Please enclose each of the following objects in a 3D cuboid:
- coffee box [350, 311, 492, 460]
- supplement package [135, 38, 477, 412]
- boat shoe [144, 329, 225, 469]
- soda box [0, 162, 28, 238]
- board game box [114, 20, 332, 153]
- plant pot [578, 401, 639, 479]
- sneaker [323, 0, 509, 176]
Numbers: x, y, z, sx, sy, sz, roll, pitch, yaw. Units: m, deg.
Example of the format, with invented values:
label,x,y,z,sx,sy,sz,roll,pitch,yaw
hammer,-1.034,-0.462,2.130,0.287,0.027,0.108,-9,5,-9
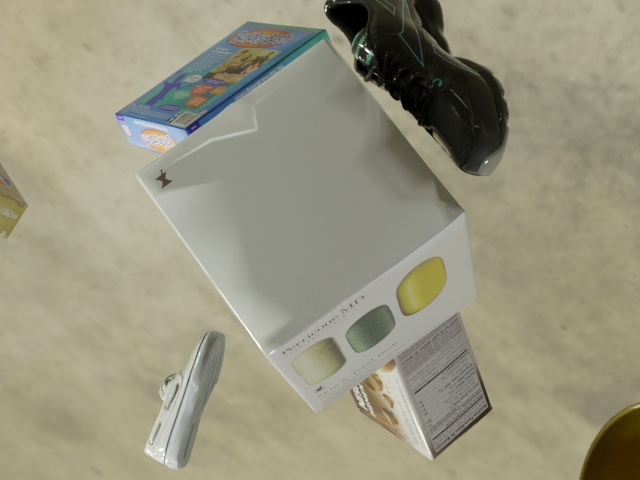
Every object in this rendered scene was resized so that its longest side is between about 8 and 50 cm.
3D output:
label,x,y,z,sx,sy,sz,roll,pitch,yaw
coffee box,0.095,0.119,1.683,0.168,0.119,0.297,29,149,47
supplement package,0.000,0.000,1.154,0.198,0.199,0.262,53,177,19
boat shoe,-0.218,0.242,2.033,0.076,0.226,0.083,18,175,15
soda box,-0.458,-0.078,1.740,0.061,0.058,0.181,24,-164,-42
board game box,-0.106,-0.172,1.468,0.160,0.210,0.047,18,141,52
plant pot,0.256,0.183,0.892,0.095,0.134,0.134,15,159,-29
sneaker,0.090,-0.158,1.268,0.267,0.106,0.101,62,144,37
